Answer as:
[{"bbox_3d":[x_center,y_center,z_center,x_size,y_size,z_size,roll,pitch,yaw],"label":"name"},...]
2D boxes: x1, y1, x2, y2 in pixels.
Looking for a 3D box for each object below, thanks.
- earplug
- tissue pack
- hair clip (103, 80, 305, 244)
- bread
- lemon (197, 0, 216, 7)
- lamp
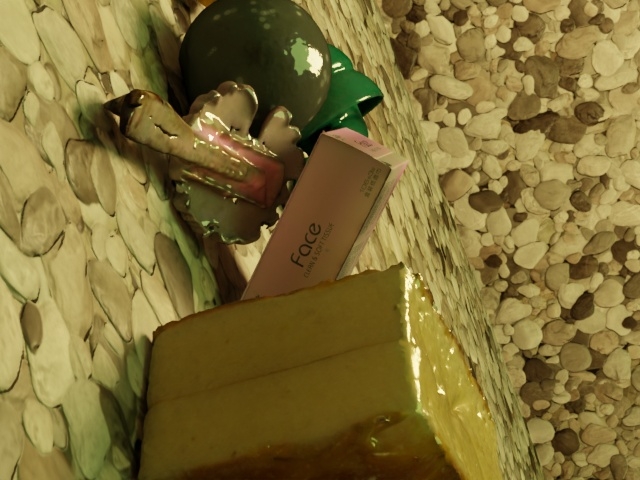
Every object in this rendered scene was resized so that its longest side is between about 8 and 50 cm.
[{"bbox_3d":[-0.008,-0.171,1.833,0.257,0.164,0.280,-16,75,-41],"label":"earplug"},{"bbox_3d":[0.000,0.000,1.407,0.246,0.092,0.148,-64,172,11],"label":"tissue pack"},{"bbox_3d":[-0.126,-0.097,1.286,0.300,0.069,0.173,27,85,-57],"label":"hair clip"},{"bbox_3d":[0.012,0.196,1.129,0.207,0.279,0.279,-89,159,-46],"label":"bread"},{"bbox_3d":[-0.113,-0.371,1.597,0.187,0.142,0.142,-105,169,-45],"label":"lemon"},{"bbox_3d":[-0.090,-0.215,1.514,0.314,0.182,0.182,-137,-154,-75],"label":"lamp"}]
